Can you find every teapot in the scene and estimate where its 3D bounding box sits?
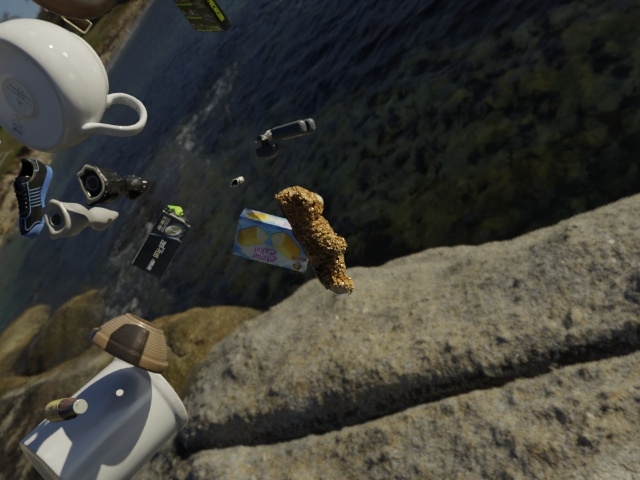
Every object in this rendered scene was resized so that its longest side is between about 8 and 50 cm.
[{"bbox_3d":[-0.489,-0.298,1.048,0.252,0.256,0.187,-1,32,30],"label":"teapot"}]

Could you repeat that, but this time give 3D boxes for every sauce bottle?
[{"bbox_3d":[-0.465,0.308,1.023,0.128,0.042,0.042,-25,41,42],"label":"sauce bottle"}]

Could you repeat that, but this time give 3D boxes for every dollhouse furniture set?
[{"bbox_3d":[-0.579,-0.545,1.291,0.091,0.114,0.081,-55,11,1],"label":"dollhouse furniture set"}]

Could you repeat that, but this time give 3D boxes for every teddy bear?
[{"bbox_3d":[0.000,0.000,1.534,0.113,0.338,0.245,-28,-5,-8],"label":"teddy bear"}]

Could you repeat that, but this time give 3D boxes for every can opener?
[{"bbox_3d":[-0.118,-0.335,1.828,0.074,0.093,0.280,-21,8,-38],"label":"can opener"}]

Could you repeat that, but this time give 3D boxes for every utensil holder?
[{"bbox_3d":[-0.669,0.595,1.746,0.327,0.328,0.385,-15,20,49],"label":"utensil holder"}]

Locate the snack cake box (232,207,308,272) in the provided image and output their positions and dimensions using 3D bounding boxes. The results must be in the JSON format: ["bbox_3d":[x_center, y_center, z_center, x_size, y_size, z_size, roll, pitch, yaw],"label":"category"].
[{"bbox_3d":[-0.161,0.000,1.955,0.089,0.264,0.152,-78,2,-68],"label":"snack cake box"}]

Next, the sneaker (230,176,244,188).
[{"bbox_3d":[-0.331,-0.223,2.155,0.036,0.032,0.083,-24,-3,-44],"label":"sneaker"}]

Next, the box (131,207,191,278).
[{"bbox_3d":[-0.391,0.003,1.392,0.148,0.077,0.180,-60,14,-3],"label":"box"}]

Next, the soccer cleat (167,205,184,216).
[{"bbox_3d":[-0.551,-0.050,2.016,0.060,0.072,0.179,102,-178,-56],"label":"soccer cleat"}]

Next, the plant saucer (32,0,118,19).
[{"bbox_3d":[-0.522,-0.612,1.133,0.050,0.310,0.311,-9,52,36],"label":"plant saucer"}]

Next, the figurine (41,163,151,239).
[{"bbox_3d":[-0.545,-0.089,1.389,0.214,0.092,0.209,-39,-9,14],"label":"figurine"}]

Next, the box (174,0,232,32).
[{"bbox_3d":[-0.383,-0.730,1.723,0.190,0.184,0.045,24,72,47],"label":"box"}]

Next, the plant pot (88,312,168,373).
[{"bbox_3d":[-0.530,0.283,1.612,0.237,0.237,0.110,12,72,59],"label":"plant pot"}]

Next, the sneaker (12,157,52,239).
[{"bbox_3d":[-0.839,-0.123,1.602,0.081,0.090,0.233,-5,73,19],"label":"sneaker"}]
